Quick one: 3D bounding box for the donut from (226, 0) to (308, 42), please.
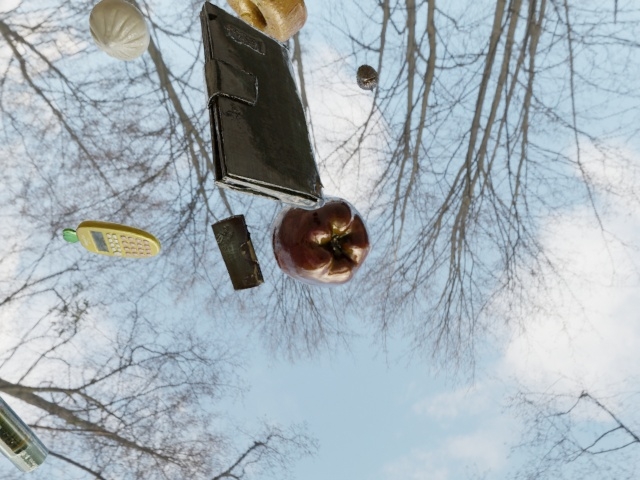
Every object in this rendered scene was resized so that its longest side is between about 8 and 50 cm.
[{"bbox_3d":[-0.138,-0.605,1.213,0.226,0.226,0.114,34,-102,27],"label":"donut"}]

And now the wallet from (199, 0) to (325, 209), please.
[{"bbox_3d":[-0.085,-0.193,0.685,0.044,0.169,0.317,-35,-126,38],"label":"wallet"}]

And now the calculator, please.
[{"bbox_3d":[-0.515,-0.002,1.196,0.234,0.146,0.032,9,-121,-8],"label":"calculator"}]

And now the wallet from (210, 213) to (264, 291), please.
[{"bbox_3d":[-0.258,0.040,1.503,0.121,0.031,0.232,-16,-85,25],"label":"wallet"}]

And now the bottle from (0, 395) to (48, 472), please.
[{"bbox_3d":[-0.813,0.480,1.240,0.082,0.286,0.082,-14,-150,8],"label":"bottle"}]

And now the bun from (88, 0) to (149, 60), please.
[{"bbox_3d":[-0.464,-0.469,1.100,0.138,0.138,0.094,-1,-132,9],"label":"bun"}]

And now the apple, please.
[{"bbox_3d":[0.000,0.000,1.412,0.288,0.317,0.288,-1,-88,-21],"label":"apple"}]

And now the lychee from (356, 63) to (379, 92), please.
[{"bbox_3d":[0.132,-0.457,1.369,0.067,0.083,0.068,-5,-158,39],"label":"lychee"}]
